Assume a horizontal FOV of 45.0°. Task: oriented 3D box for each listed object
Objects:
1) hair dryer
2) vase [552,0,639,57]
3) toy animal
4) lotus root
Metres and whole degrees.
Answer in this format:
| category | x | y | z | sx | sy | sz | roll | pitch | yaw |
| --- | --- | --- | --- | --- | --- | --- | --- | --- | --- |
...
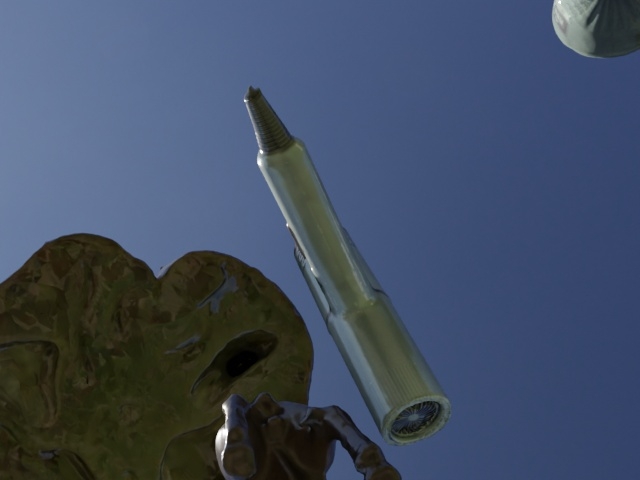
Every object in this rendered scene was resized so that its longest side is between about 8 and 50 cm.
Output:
| category | x | y | z | sx | sy | sz | roll | pitch | yaw |
| --- | --- | --- | --- | --- | --- | --- | --- | --- | --- |
| hair dryer | 0.002 | 0.004 | 0.406 | 0.044 | 0.183 | 0.155 | -29 | -136 | -2 |
| vase | 0.215 | -0.239 | 0.571 | 0.096 | 0.219 | 0.096 | -8 | -115 | 17 |
| toy animal | 0.003 | 0.178 | 0.376 | 0.093 | 0.186 | 0.214 | -12 | -107 | -21 |
| lotus root | -0.196 | 0.177 | 0.797 | 0.390 | 0.111 | 0.375 | -4 | -89 | -27 |
